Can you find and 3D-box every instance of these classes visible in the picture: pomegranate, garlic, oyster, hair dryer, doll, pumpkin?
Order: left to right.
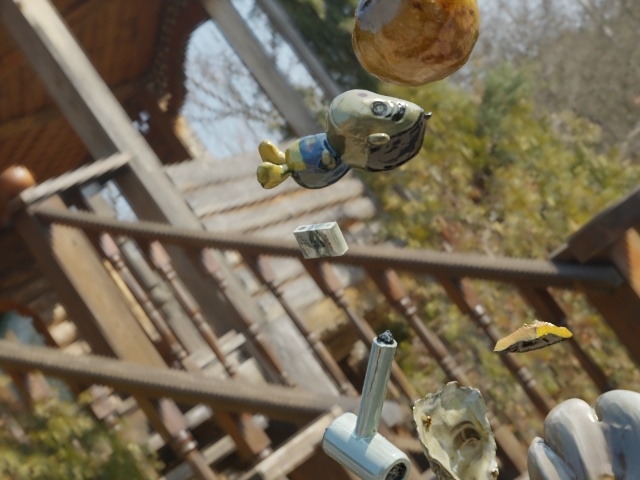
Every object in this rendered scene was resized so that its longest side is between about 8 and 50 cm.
[{"bbox_3d":[0.021,-0.099,1.181,0.179,0.089,0.102,-14,33,9],"label":"doll"},{"bbox_3d":[0.086,0.243,1.789,0.073,0.131,0.236,-8,-62,-43],"label":"hair dryer"},{"bbox_3d":[0.176,-0.395,2.239,0.248,0.248,0.248,-35,-7,-5],"label":"pomegranate"},{"bbox_3d":[0.226,0.355,1.980,0.161,0.233,0.107,-23,-10,-30],"label":"oyster"},{"bbox_3d":[0.293,0.133,1.691,0.073,0.035,0.101,-30,-21,36],"label":"pumpkin"},{"bbox_3d":[0.486,0.370,2.099,0.279,0.132,0.325,-25,37,15],"label":"garlic"}]

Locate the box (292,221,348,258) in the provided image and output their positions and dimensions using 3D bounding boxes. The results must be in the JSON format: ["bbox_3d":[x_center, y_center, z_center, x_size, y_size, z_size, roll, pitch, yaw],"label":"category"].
[{"bbox_3d":[0.000,0.000,2.001,0.083,0.054,0.024,-6,25,41],"label":"box"}]
